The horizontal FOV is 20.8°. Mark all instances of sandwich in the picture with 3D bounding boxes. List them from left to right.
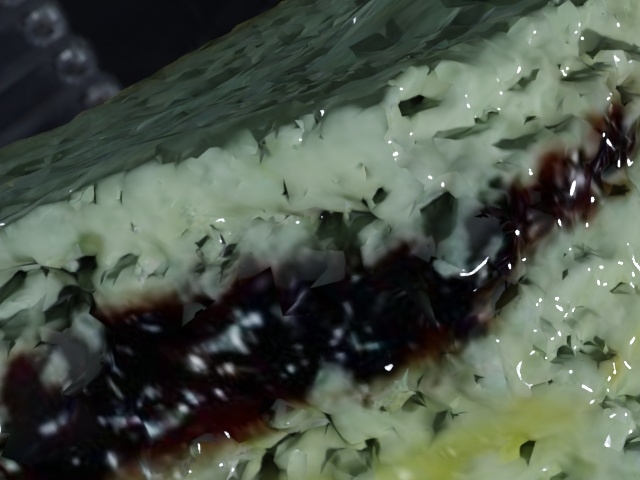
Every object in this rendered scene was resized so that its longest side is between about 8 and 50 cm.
[{"bbox_3d":[0.001,0.000,0.528,0.262,0.131,0.325,-28,-167,-14],"label":"sandwich"}]
